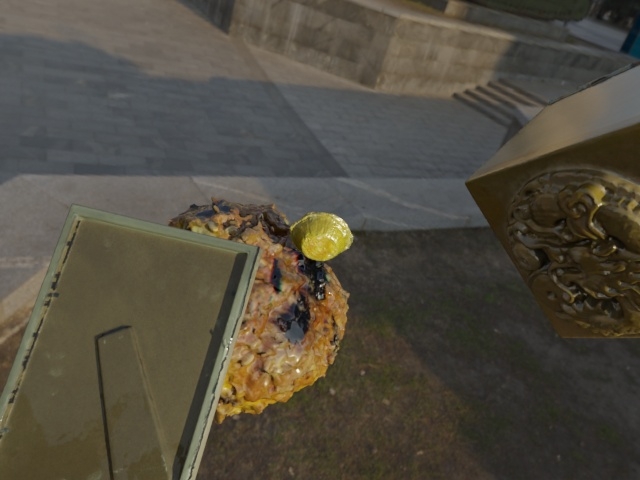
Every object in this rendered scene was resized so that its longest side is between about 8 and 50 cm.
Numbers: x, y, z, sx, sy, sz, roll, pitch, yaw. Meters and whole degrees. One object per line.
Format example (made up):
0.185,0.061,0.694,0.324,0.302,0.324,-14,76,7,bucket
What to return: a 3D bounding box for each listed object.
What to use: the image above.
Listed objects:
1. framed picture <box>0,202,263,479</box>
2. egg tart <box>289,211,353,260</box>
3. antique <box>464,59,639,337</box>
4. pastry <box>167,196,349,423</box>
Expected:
-0.164,0.103,0.489,0.184,0.250,0.016,11,-12,14,framed picture
0.000,0.000,0.985,0.105,0.105,0.039,14,42,-8,egg tart
0.204,-0.024,0.390,0.148,0.152,0.147,-39,100,-28,antique
-0.117,0.116,1.119,0.337,0.292,0.405,14,52,-44,pastry
